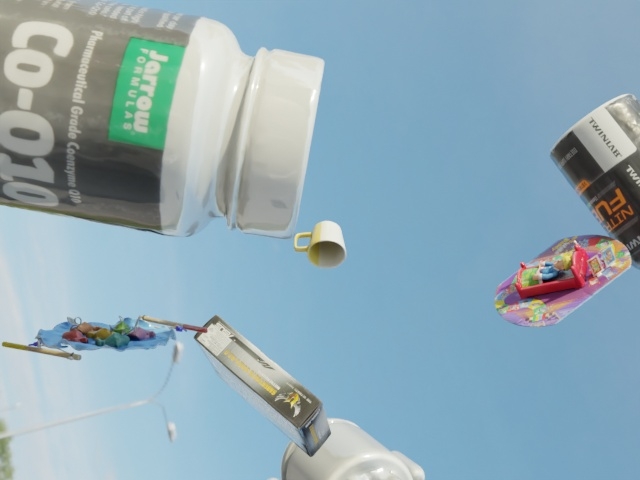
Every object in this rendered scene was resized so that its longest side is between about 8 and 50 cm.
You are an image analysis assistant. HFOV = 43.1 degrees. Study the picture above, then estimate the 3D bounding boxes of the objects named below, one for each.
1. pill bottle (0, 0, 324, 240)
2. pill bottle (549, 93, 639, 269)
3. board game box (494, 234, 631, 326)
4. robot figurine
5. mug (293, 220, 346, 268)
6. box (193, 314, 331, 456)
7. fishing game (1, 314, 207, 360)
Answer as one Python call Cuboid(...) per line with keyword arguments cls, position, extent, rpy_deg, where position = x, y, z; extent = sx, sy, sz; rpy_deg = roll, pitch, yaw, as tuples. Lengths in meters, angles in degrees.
Cuboid(cls="pill bottle", position=(-0.187, -0.114, 0.741), extent=(0.204, 0.361, 0.204), rpy_deg=(-170, -90, -88))
Cuboid(cls="pill bottle", position=(0.411, -0.052, 1.017), extent=(0.245, 0.130, 0.130), rpy_deg=(57, -36, 14))
Cuboid(cls="board game box", position=(0.280, 0.034, 0.972), extent=(0.033, 0.169, 0.133), rpy_deg=(58, -8, -23))
Cuboid(cls="robot figurine", position=(0.045, 0.460, 1.538), extent=(0.353, 0.300, 0.199), rpy_deg=(-163, -109, -68))
Cuboid(cls="mug", position=(0.004, -0.001, 1.303), extent=(0.062, 0.078, 0.064), rpy_deg=(-51, -156, 36))
Cuboid(cls="box", position=(-0.091, 0.238, 1.314), extent=(0.231, 0.056, 0.183), rpy_deg=(37, -19, 21))
Cuboid(cls="fishing game", position=(-0.292, 0.121, 1.110), extent=(0.189, 0.264, 0.041), rpy_deg=(5, -85, 34))
